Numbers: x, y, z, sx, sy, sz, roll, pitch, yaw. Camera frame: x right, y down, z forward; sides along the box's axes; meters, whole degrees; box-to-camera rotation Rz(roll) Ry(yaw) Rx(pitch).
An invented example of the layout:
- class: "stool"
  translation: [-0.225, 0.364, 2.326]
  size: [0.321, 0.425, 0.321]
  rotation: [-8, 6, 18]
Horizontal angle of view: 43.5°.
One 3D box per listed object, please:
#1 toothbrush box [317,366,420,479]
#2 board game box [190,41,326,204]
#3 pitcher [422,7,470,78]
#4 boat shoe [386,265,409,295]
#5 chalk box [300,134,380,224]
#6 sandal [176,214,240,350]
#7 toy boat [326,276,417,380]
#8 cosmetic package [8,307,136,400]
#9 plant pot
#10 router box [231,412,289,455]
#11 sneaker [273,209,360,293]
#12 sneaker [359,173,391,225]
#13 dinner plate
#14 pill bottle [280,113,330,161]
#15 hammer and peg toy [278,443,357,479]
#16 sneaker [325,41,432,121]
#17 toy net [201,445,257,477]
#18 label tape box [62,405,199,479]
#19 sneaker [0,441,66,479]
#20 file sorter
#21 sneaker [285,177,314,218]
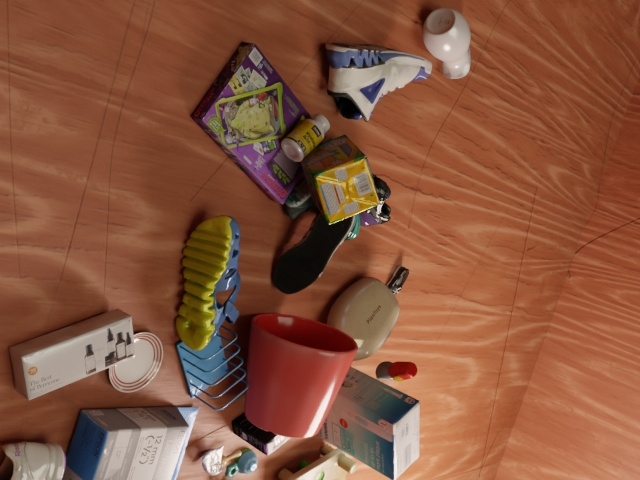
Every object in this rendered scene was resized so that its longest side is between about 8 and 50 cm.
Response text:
- class: "toothbrush box"
  translation: [0.131, 0.511, 2.297]
  size: [0.126, 0.296, 0.216]
  rotation: [-29, 129, -39]
- class: "board game box"
  translation: [-0.129, -0.257, 1.819]
  size: [0.208, 0.056, 0.347]
  rotation: [-61, 142, -15]
- class: "pitcher"
  translation: [0.356, -0.569, 2.203]
  size: [0.207, 0.126, 0.177]
  rotation: [38, 56, -62]
- class: "boat shoe"
  translation: [0.231, 0.137, 2.443]
  size: [0.125, 0.038, 0.046]
  rotation: [-60, 141, -10]
- class: "chalk box"
  translation: [0.033, -0.154, 1.882]
  size: [0.132, 0.213, 0.132]
  rotation: [-22, 118, -6]
- class: "sandal"
  translation: [-0.234, 0.087, 1.810]
  size: [0.138, 0.126, 0.317]
  rotation: [-13, 125, -50]
- class: "toy boat"
  translation: [0.142, 0.280, 2.286]
  size: [0.267, 0.148, 0.318]
  rotation: [-43, 103, -33]
- class: "cosmetic package"
  translation: [-0.488, 0.223, 1.599]
  size: [0.239, 0.060, 0.098]
  rotation: [-21, 117, -40]
- class: "plant pot"
  translation: [-0.067, 0.337, 1.988]
  size: [0.275, 0.275, 0.243]
  rotation: [5, 102, -51]
- class: "router box"
  translation: [-0.123, 0.472, 2.106]
  size: [0.179, 0.133, 0.046]
  rotation: [-30, 129, -38]
- class: "sneaker"
  translation: [0.000, 0.000, 2.043]
  size: [0.295, 0.124, 0.178]
  rotation: [-50, 176, 21]
- class: "sneaker"
  translation: [0.117, -0.152, 2.077]
  size: [0.283, 0.124, 0.107]
  rotation: [70, 24, -46]
- class: "dinner plate"
  translation: [-0.407, 0.265, 1.762]
  size: [0.141, 0.017, 0.141]
  rotation: [-26, 127, -41]
- class: "pill bottle"
  translation: [-0.032, -0.240, 1.854]
  size: [0.116, 0.065, 0.065]
  rotation: [-47, 138, -26]
- class: "hammer and peg toy"
  translation: [-0.055, 0.773, 2.340]
  size: [0.361, 0.127, 0.265]
  rotation: [-18, 123, -44]
- class: "sneaker"
  translation: [0.122, -0.391, 2.005]
  size: [0.316, 0.127, 0.182]
  rotation: [-7, 116, -41]
- class: "toy net"
  translation: [-0.249, 0.591, 2.089]
  size: [0.232, 0.045, 0.122]
  rotation: [36, 81, -50]
- class: "label tape box"
  translation: [-0.405, 0.511, 1.806]
  size: [0.348, 0.115, 0.249]
  rotation: [13, 97, -50]
- class: "sneaker"
  translation: [-0.622, 0.536, 1.586]
  size: [0.152, 0.114, 0.305]
  rotation: [22, 86, -38]
- class: "file sorter"
  translation: [-0.249, 0.294, 1.894]
  size: [0.118, 0.105, 0.170]
  rotation: [-36, 132, -35]
- class: "sneaker"
  translation: [-0.032, -0.110, 2.006]
  size: [0.166, 0.065, 0.076]
  rotation: [-31, 145, -34]
